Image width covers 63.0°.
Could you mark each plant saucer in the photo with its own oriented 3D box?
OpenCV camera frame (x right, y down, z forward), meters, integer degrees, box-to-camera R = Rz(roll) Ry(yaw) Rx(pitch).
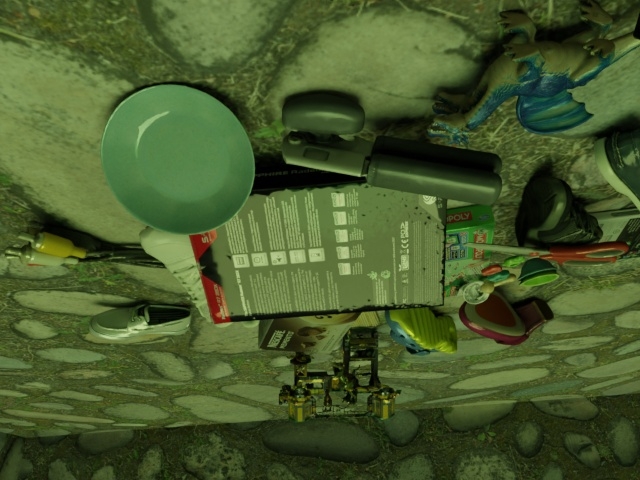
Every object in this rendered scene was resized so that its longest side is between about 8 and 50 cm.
[{"bbox_3d":[-0.179,-0.103,0.672,0.195,0.037,0.194,0,113,0],"label":"plant saucer"}]

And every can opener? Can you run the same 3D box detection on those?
[{"bbox_3d":[0.087,-0.116,0.651,0.284,0.075,0.095,10,139,7],"label":"can opener"}]

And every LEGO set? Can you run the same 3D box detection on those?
[{"bbox_3d":[0.047,0.347,1.404,0.332,0.191,0.255,0,-171,4],"label":"LEGO set"}]

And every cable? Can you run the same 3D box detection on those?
[{"bbox_3d":[-0.405,0.036,0.938,0.287,0.072,0.140,19,150,-35],"label":"cable"}]

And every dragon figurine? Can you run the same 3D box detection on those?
[{"bbox_3d":[0.265,-0.182,0.594,0.290,0.085,0.144,-6,152,6],"label":"dragon figurine"}]

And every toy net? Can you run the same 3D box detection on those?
[{"bbox_3d":[0.342,0.087,1.024,0.122,0.045,0.232,1,157,-29],"label":"toy net"}]

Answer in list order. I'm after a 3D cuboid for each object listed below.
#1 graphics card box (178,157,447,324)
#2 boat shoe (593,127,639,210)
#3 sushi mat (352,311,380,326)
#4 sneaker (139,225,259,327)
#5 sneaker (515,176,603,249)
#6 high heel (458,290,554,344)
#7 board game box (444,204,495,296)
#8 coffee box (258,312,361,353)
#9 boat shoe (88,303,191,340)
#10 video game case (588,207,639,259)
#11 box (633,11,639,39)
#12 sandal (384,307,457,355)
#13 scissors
[{"bbox_3d":[0.000,0.000,0.793,0.371,0.094,0.232,-5,119,4],"label":"graphics card box"},{"bbox_3d":[0.507,-0.096,0.777,0.255,0.095,0.079,27,152,-29],"label":"boat shoe"},{"bbox_3d":[0.052,0.158,1.269,0.152,0.019,0.316,-8,151,11],"label":"sushi mat"},{"bbox_3d":[-0.192,0.065,0.932,0.114,0.152,0.305,-17,147,28],"label":"sneaker"},{"bbox_3d":[0.406,-0.045,0.866,0.131,0.087,0.227,-10,154,9],"label":"sneaker"},{"bbox_3d":[0.409,0.215,1.264,0.378,0.127,0.181,11,139,-40],"label":"high heel"},{"bbox_3d":[0.227,0.041,1.043,0.214,0.046,0.317,-10,151,9],"label":"board game box"},{"bbox_3d":[-0.017,0.116,1.053,0.168,0.118,0.297,7,144,-16],"label":"coffee box"},{"bbox_3d":[-0.411,0.176,1.207,0.227,0.083,0.075,-1,142,-28],"label":"boat shoe"},{"bbox_3d":[0.582,-0.008,1.018,0.173,0.022,0.190,-7,151,7],"label":"video game case"},{"bbox_3d":[0.407,-0.235,0.434,0.207,0.108,0.153,-3,125,-1],"label":"box"},{"bbox_3d":[0.237,0.232,1.326,0.138,0.126,0.317,-15,148,29],"label":"sandal"},{"bbox_3d":[0.379,0.025,0.900,0.298,0.021,0.109,-1,163,-3],"label":"scissors"}]
